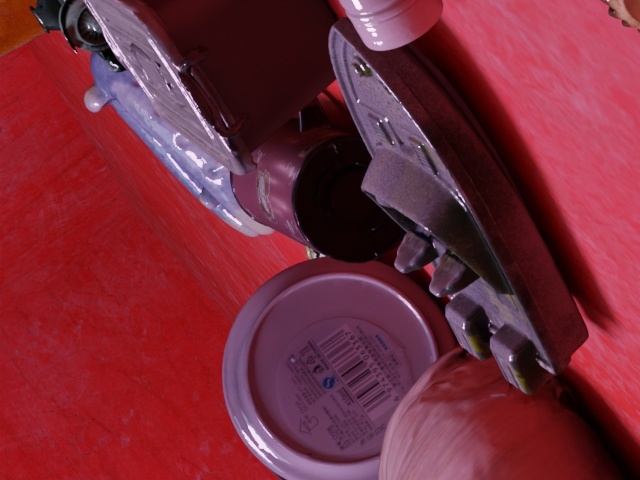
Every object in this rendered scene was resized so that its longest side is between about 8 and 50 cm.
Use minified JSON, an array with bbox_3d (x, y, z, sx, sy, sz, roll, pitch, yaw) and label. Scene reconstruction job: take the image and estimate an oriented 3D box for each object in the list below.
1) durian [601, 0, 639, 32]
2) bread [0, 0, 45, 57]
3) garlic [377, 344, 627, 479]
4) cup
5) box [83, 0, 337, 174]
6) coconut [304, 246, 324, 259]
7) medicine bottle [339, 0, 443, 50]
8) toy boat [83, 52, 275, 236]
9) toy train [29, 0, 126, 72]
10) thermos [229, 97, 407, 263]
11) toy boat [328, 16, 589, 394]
[{"bbox_3d":[0.141,-0.110,0.622,0.066,0.052,0.130,47,170,18],"label":"durian"},{"bbox_3d":[-0.394,-0.296,1.885,0.156,0.288,0.204,59,175,-8],"label":"bread"},{"bbox_3d":[0.177,0.256,1.421,0.322,0.241,0.322,59,-166,-24],"label":"garlic"},{"bbox_3d":[0.008,0.192,1.686,0.237,0.322,0.327,15,170,2],"label":"cup"},{"bbox_3d":[-0.084,-0.170,1.280,0.163,0.135,0.243,58,171,-26],"label":"box"},{"bbox_3d":[0.005,-0.001,1.763,0.133,0.055,0.158,55,170,-8],"label":"coconut"},{"bbox_3d":[0.031,-0.165,0.952,0.089,0.057,0.057,57,170,-31],"label":"medicine bottle"},{"bbox_3d":[-0.183,-0.124,2.030,0.330,0.123,0.215,52,173,-8],"label":"toy boat"},{"bbox_3d":[-0.215,-0.280,1.444,0.269,0.154,0.115,58,171,-30],"label":"toy train"},{"bbox_3d":[-0.023,-0.067,1.459,0.136,0.109,0.330,54,171,-16],"label":"thermos"},{"bbox_3d":[0.084,-0.030,1.110,0.141,0.092,0.319,36,161,55],"label":"toy boat"}]
